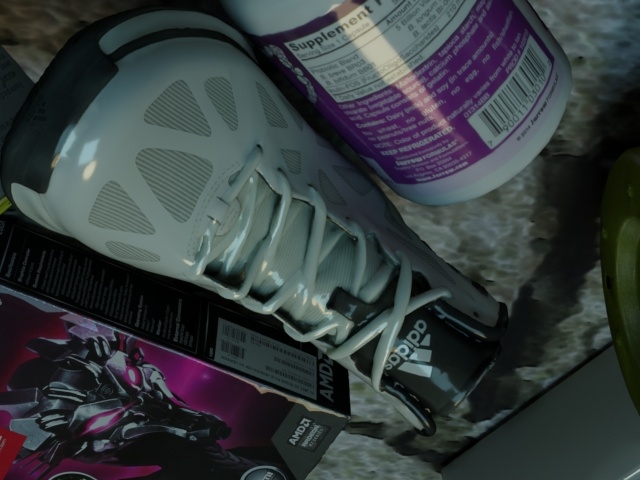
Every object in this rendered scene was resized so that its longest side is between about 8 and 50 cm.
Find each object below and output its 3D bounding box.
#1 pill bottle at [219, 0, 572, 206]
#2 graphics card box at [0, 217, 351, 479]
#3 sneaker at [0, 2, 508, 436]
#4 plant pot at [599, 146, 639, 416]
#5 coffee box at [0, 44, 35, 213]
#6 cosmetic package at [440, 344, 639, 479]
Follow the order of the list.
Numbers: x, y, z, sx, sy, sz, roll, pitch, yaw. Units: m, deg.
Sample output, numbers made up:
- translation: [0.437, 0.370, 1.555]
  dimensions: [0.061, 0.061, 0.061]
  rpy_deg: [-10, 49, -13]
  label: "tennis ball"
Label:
- translation: [0.033, -0.172, 0.881]
  dimensions: [0.169, 0.169, 0.301]
  rpy_deg: [-34, 126, 17]
  label: "pill bottle"
- translation: [-0.186, 0.140, 1.119]
  dimensions: [0.371, 0.094, 0.232]
  rpy_deg: [23, 121, -18]
  label: "graphics card box"
- translation: [0.001, -0.001, 0.840]
  dimensions: [0.169, 0.257, 0.447]
  rpy_deg: [-56, 158, 5]
  label: "sneaker"
- translation: [0.416, 0.024, 0.978]
  dimensions: [0.353, 0.366, 0.366]
  rpy_deg: [-9, 130, -2]
  label: "plant pot"
- translation: [-0.413, -0.037, 0.739]
  dimensions: [0.338, 0.338, 0.334]
  rpy_deg: [-37, 101, 21]
  label: "coffee box"
- translation: [0.325, 0.223, 1.260]
  dimensions: [0.365, 0.155, 0.197]
  rpy_deg: [-38, 126, 21]
  label: "cosmetic package"
